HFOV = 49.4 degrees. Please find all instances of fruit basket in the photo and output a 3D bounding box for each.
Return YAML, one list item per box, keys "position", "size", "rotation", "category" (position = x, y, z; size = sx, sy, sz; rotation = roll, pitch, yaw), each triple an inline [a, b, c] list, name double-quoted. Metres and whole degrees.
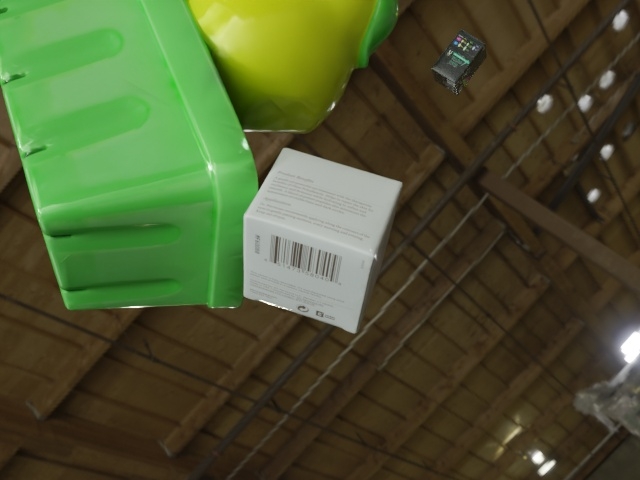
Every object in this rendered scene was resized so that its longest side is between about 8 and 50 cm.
- position: [-0.112, -0.146, 0.683]
  size: [0.392, 0.392, 0.283]
  rotation: [-22, -25, -23]
  category: "fruit basket"

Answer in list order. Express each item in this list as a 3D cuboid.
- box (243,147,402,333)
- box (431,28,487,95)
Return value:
- position: [0.000, 0.000, 0.550]
  size: [0.102, 0.101, 0.087]
  rotation: [98, -168, -48]
  category: "box"
- position: [0.236, -0.301, 1.180]
  size: [0.083, 0.052, 0.062]
  rotation: [-53, -17, 2]
  category: "box"
